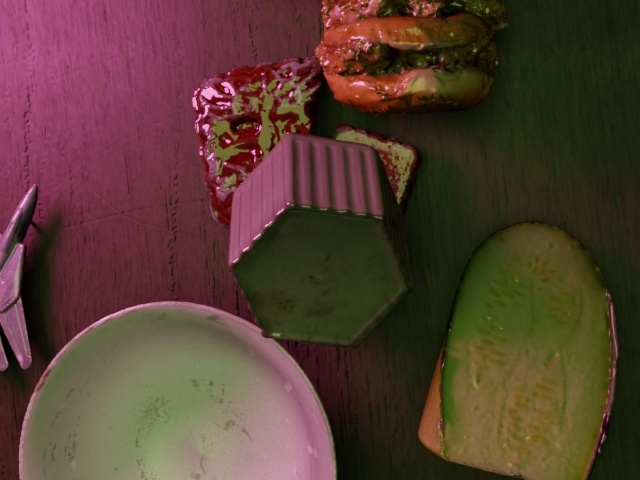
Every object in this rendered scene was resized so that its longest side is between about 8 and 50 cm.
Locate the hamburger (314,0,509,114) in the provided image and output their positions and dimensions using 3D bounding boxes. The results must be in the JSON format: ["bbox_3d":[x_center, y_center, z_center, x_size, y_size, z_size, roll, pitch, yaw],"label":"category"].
[{"bbox_3d":[0.109,-0.270,1.628,0.245,0.260,0.211,-2,94,26],"label":"hamburger"}]

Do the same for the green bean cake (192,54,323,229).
[{"bbox_3d":[-0.073,-0.133,1.734,0.198,0.097,0.233,-6,88,9],"label":"green bean cake"}]

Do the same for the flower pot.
[{"bbox_3d":[0.000,0.000,1.600,0.209,0.189,0.239,-17,120,9],"label":"flower pot"}]

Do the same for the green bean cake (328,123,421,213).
[{"bbox_3d":[0.063,-0.085,1.732,0.135,0.056,0.135,18,96,8],"label":"green bean cake"}]

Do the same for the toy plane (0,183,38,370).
[{"bbox_3d":[-0.467,0.042,1.812,0.212,0.088,0.267,25,86,7],"label":"toy plane"}]

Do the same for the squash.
[{"bbox_3d":[0.276,0.136,1.623,0.233,0.210,0.309,16,97,-3],"label":"squash"}]

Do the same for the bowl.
[{"bbox_3d":[-0.174,0.297,1.701,0.435,0.196,0.435,0,89,10],"label":"bowl"}]
